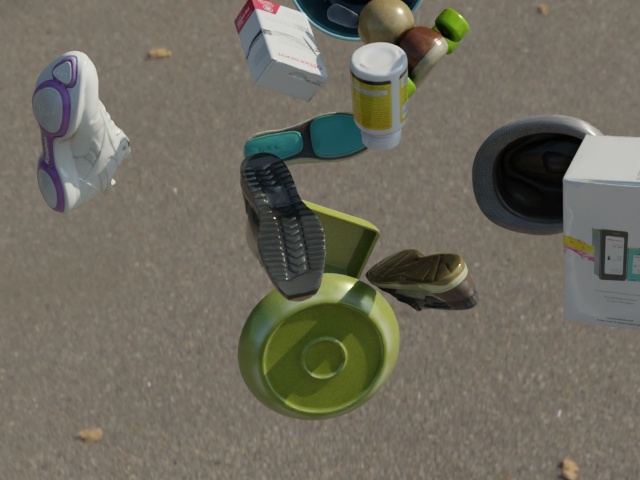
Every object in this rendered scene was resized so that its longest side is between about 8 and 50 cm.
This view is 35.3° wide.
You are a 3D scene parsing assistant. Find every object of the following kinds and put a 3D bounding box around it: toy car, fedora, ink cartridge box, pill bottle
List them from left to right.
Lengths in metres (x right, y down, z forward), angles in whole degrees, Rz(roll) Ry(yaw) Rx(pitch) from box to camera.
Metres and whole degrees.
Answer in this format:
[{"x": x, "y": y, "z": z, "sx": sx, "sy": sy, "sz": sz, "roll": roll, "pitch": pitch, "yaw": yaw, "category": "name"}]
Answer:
[{"x": -0.062, "y": -0.300, "z": 1.581, "sx": 0.109, "sy": 0.063, "sz": 0.150, "roll": 12, "pitch": 47, "yaw": -36, "category": "ink cartridge box"}, {"x": 0.068, "y": -0.161, "z": 1.145, "sx": 0.065, "sy": 0.116, "sz": 0.065, "roll": -3, "pitch": 45, "yaw": 3, "category": "pill bottle"}, {"x": 0.107, "y": -0.326, "z": 1.572, "sx": 0.188, "sy": 0.149, "sz": 0.155, "roll": 42, "pitch": 85, "yaw": 0, "category": "toy car"}, {"x": 0.439, "y": -0.140, "z": 1.947, "sx": 0.276, "sy": 0.243, "sz": 0.124, "roll": -8, "pitch": 21, "yaw": 20, "category": "fedora"}, {"x": 0.523, "y": -0.017, "z": 1.686, "sx": 0.197, "sy": 0.270, "sz": 0.198, "roll": 6, "pitch": 30, "yaw": 24, "category": "ink cartridge box"}]

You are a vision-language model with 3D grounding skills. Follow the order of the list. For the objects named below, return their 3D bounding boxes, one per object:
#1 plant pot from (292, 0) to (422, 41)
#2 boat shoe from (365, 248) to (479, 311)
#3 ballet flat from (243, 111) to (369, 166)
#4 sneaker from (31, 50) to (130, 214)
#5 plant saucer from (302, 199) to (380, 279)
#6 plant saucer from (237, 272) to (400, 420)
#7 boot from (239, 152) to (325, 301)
[{"x": 0.075, "y": -0.531, "z": 1.980, "sx": 0.272, "sy": 0.271, "sz": 0.255, "roll": 2, "pitch": 12, "yaw": 3, "category": "plant pot"}, {"x": 0.133, "y": 0.060, "z": 1.343, "sx": 0.080, "sy": 0.073, "sz": 0.223, "roll": -37, "pitch": 14, "yaw": -19, "category": "boat shoe"}, {"x": -0.010, "y": -0.166, "z": 1.702, "sx": 0.249, "sy": 0.086, "sz": 0.086, "roll": -4, "pitch": 44, "yaw": 23, "category": "ballet flat"}, {"x": -0.383, "y": -0.185, "z": 1.633, "sx": 0.152, "sy": 0.305, "sz": 0.114, "roll": -26, "pitch": 58, "yaw": -36, "category": "sneaker"}, {"x": 0.000, "y": 0.000, "z": 1.875, "sx": 0.188, "sy": 0.188, "sz": 0.045, "roll": 18, "pitch": 47, "yaw": -4, "category": "plant saucer"}, {"x": 0.002, "y": 0.164, "z": 1.455, "sx": 0.241, "sy": 0.240, "sz": 0.037, "roll": -9, "pitch": 23, "yaw": -7, "category": "plant saucer"}, {"x": -0.044, "y": 0.014, "z": 1.159, "sx": 0.077, "sy": 0.137, "sz": 0.197, "roll": -7, "pitch": 53, "yaw": -11, "category": "boot"}]
